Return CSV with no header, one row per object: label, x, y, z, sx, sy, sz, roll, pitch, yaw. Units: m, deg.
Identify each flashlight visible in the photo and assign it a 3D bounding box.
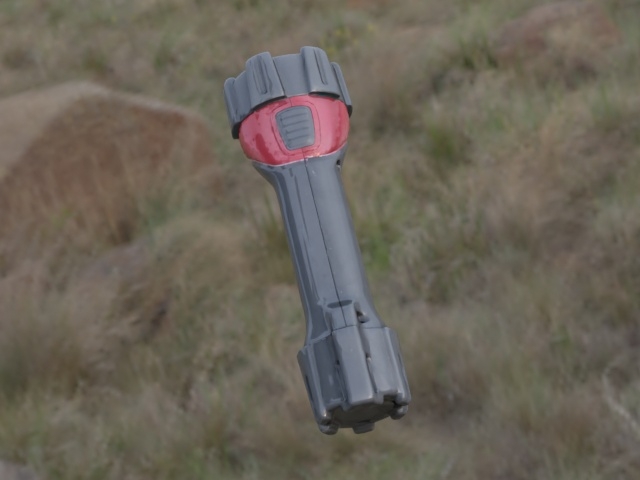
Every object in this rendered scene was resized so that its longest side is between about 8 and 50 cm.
flashlight,0.000,0.000,1.199,0.103,0.304,0.103,5,-28,-42
